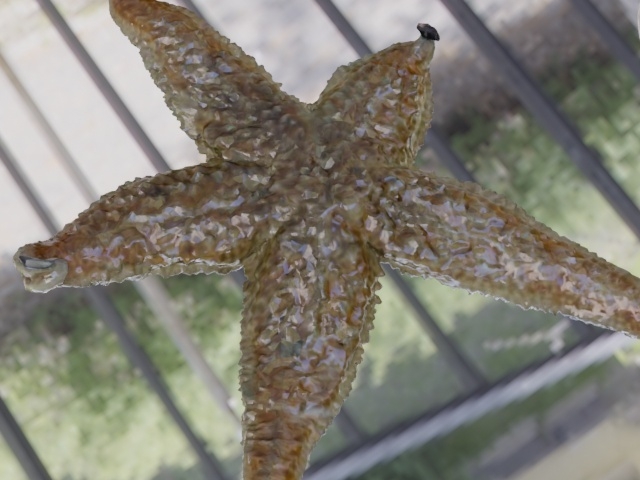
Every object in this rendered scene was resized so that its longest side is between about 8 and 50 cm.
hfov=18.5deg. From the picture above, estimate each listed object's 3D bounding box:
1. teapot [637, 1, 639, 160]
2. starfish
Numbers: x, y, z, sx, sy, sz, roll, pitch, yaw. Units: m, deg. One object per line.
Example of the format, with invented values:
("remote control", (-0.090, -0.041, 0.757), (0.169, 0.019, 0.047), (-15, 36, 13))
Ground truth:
("teapot", (0.326, -0.148, 1.298), (0.220, 0.149, 0.318), (-24, 178, 26))
("starfish", (-0.001, 0.004, 0.798), (0.231, 0.295, 0.048), (-52, 169, -33))
